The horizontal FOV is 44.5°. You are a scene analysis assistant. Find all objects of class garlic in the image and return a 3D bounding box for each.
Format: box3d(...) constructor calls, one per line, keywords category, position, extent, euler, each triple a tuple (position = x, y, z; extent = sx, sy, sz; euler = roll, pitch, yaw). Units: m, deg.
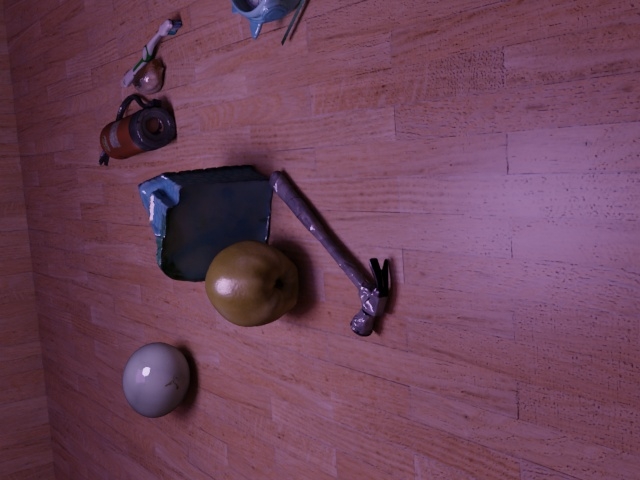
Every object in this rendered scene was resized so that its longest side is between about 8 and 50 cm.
box3d(category="garlic", position=(-0.465, -0.433, 2.120), extent=(0.152, 0.066, 0.084), euler=(-22, 52, 51))

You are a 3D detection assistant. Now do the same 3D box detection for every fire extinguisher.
box3d(category="fire extinguisher", position=(-0.519, -0.316, 2.203), extent=(0.376, 0.113, 0.200), euler=(-5, 50, 54))

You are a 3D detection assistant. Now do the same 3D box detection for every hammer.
box3d(category="hammer", position=(0.001, 0.000, 1.545), extent=(0.427, 0.044, 0.152), euler=(48, 133, 39))

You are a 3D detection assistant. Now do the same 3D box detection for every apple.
box3d(category="apple", position=(-0.142, 0.090, 1.652), extent=(0.200, 0.200, 0.200), euler=(16, 110, 53))

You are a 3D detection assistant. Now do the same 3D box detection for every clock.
box3d(category="clock", position=(-0.107, -0.546, 1.546), extent=(0.223, 0.094, 0.274), euler=(57, 140, 33))

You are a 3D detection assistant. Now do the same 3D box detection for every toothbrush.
box3d(category="toothbrush", position=(-0.475, -0.504, 2.130), extent=(0.418, 0.040, 0.042), euler=(-22, 81, 55))

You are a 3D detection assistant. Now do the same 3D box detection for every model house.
box3d(category="model house", position=(-0.281, -0.064, 1.744), extent=(0.241, 0.261, 0.226), euler=(37, 125, 45))

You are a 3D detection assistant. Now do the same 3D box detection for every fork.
box3d(category="fork", position=(-0.027, -0.469, 1.507), extent=(0.235, 0.021, 0.039), euler=(-57, 48, 46))

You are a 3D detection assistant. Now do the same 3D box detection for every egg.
box3d(category="egg", position=(-0.455, 0.391, 2.163), extent=(0.183, 0.183, 0.264), euler=(57, 145, 31))
